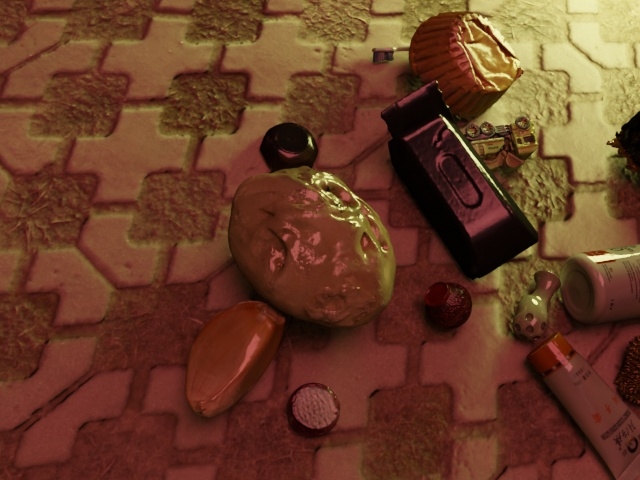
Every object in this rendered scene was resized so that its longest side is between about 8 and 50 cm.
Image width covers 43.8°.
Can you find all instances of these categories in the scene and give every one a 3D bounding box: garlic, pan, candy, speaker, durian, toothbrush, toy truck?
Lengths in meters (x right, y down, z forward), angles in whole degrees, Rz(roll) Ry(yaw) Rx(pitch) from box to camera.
[{"bbox_3d":[-0.166,0.221,1.469,0.145,0.164,0.245,39,66,-10],"label":"garlic"},{"bbox_3d":[-0.050,-0.183,1.771,0.128,0.048,0.202,-21,69,-22],"label":"pan"},{"bbox_3d":[-0.013,0.322,1.513,0.103,0.043,0.103,5,61,-9],"label":"candy"},{"bbox_3d":[0.292,-0.127,1.709,0.180,0.184,0.388,-33,72,0],"label":"speaker"},{"bbox_3d":[0.713,0.251,1.668,0.146,0.102,0.208,21,56,7],"label":"durian"},{"bbox_3d":[0.314,-0.475,2.006,0.386,0.040,0.040,-5,64,-14],"label":"toothbrush"},{"bbox_3d":[0.414,-0.214,1.862,0.191,0.085,0.116,-10,74,-13],"label":"toy truck"}]

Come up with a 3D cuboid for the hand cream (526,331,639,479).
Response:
[{"bbox_3d":[0.544,0.336,1.603,0.140,0.089,0.314,-38,83,-24],"label":"hand cream"}]

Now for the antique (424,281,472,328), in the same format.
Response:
[{"bbox_3d":[0.265,0.134,1.640,0.104,0.104,0.104,5,62,-9],"label":"antique"}]

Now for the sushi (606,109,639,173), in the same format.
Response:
[{"bbox_3d":[0.894,-0.215,1.899,0.348,0.207,0.234,37,50,3],"label":"sushi"}]

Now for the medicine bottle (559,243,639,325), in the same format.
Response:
[{"bbox_3d":[0.677,0.088,1.712,0.289,0.157,0.157,-7,64,-16],"label":"medicine bottle"}]

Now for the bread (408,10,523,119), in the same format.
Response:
[{"bbox_3d":[0.346,-0.435,1.908,0.274,0.149,0.274,7,72,-22],"label":"bread"}]

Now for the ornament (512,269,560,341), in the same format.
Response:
[{"bbox_3d":[0.455,0.142,1.689,0.081,0.075,0.156,21,60,20],"label":"ornament"}]

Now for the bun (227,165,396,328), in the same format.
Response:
[{"bbox_3d":[0.000,0.000,1.546,0.362,0.234,0.326,43,29,18],"label":"bun"}]
